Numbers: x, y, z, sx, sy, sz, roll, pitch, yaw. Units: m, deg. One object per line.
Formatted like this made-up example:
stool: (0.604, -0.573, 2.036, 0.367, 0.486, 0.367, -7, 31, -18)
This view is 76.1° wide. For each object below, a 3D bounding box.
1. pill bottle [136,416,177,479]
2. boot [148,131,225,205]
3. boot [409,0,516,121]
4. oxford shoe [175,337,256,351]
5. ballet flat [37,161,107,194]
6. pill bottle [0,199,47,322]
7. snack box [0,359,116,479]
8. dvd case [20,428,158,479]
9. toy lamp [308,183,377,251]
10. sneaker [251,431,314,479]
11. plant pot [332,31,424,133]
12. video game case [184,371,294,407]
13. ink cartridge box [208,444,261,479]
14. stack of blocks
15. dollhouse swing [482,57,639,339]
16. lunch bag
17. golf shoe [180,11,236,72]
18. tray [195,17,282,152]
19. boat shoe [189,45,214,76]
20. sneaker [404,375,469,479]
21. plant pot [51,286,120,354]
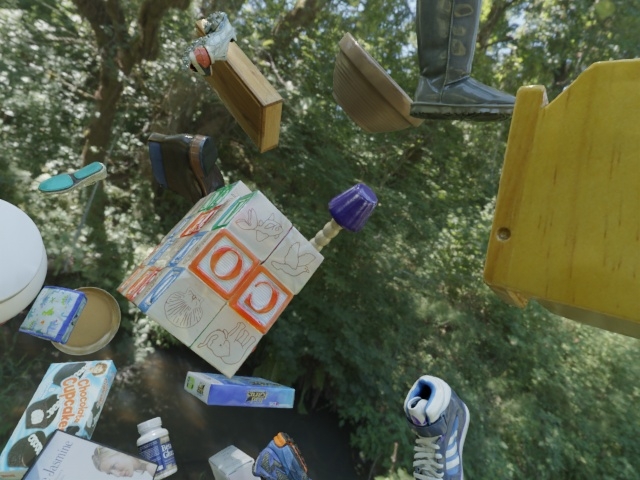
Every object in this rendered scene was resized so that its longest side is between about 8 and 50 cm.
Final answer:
pill bottle: (-0.509, 0.642, 1.259, 0.094, 0.094, 0.170, 14, 50, -63)
boot: (-0.245, -0.112, 0.768, 0.106, 0.082, 0.219, 13, -41, 6)
boot: (0.230, -0.295, 0.630, 0.189, 0.209, 0.076, 10, 6, 16)
oxford shoe: (-0.230, 0.204, 0.936, 0.098, 0.097, 0.271, 9, -15, 27)
ballet flat: (-0.650, -0.153, 1.086, 0.057, 0.168, 0.052, 53, -24, 22)
pill bottle: (-0.650, 0.059, 0.744, 0.228, 0.229, 0.407, 18, -26, -40)
snack box: (-0.725, 0.489, 1.148, 0.186, 0.060, 0.322, -3, 36, -3)
dvd case: (-0.497, 0.524, 0.887, 0.252, 0.022, 0.180, 28, 17, -14)
toy lamp: (0.000, 0.000, 0.775, 0.080, 0.275, 0.080, 29, 34, -22)
sneaker: (-0.041, 0.449, 0.704, 0.221, 0.087, 0.083, 58, -7, 12)
plant pot: (0.104, -0.304, 0.856, 0.237, 0.109, 0.237, 37, 25, -21)
video game case: (-0.255, 0.462, 1.270, 0.269, 0.061, 0.244, 16, -15, -30)
ink cartridge box: (-0.107, 0.570, 0.775, 0.066, 0.297, 0.261, -19, -2, -31)
stack of blocks: (-0.121, 0.024, 0.456, 0.087, 0.171, 0.297, 46, -23, -20)
dollhouse swing: (0.423, -0.001, 0.462, 0.346, 0.316, 0.304, 14, 9, 42)
lunch bag: (-0.664, 0.189, 1.035, 0.151, 0.129, 0.096, -6, -32, 38)
golf shoe: (-0.254, -0.447, 0.962, 0.069, 0.176, 0.086, 18, -19, 37)
tray: (-0.271, -0.501, 1.324, 0.411, 0.076, 0.203, 52, -25, 18)
boat shoe: (-0.244, -0.357, 0.824, 0.049, 0.043, 0.137, 67, -13, -18)
sneaker: (0.267, 0.512, 1.043, 0.130, 0.323, 0.236, -11, -45, 47)
plant pot: (-0.835, 0.282, 1.445, 0.032, 0.237, 0.236, -1, -13, 43)
